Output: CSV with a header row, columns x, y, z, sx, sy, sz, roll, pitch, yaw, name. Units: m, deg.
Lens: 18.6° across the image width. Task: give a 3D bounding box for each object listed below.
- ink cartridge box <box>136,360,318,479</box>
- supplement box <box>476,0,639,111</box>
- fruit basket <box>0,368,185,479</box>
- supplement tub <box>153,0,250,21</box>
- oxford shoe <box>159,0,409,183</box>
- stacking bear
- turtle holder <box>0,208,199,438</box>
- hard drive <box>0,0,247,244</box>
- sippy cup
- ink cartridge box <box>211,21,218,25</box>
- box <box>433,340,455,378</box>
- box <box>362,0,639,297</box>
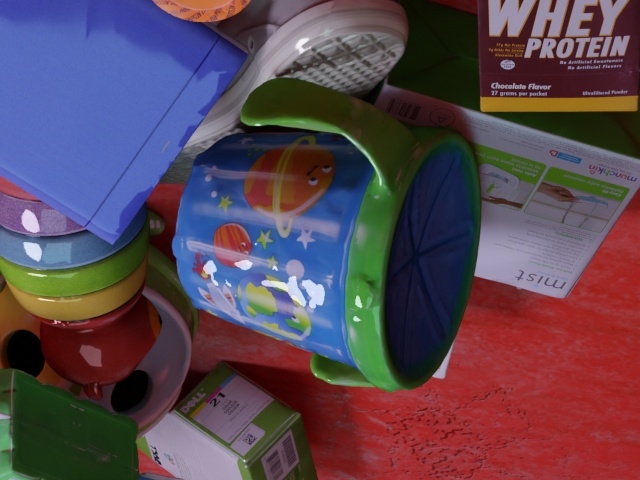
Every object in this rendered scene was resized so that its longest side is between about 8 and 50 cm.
x,y,z,sx,sy,sz,roll,pitch,yaw,name
-0.135,0.226,2.355,0.255,0.097,0.189,32,153,29,ink cartridge box
0.191,-0.235,1.559,0.129,0.191,0.194,0,143,7,supplement box
-0.366,0.259,1.948,0.353,0.165,0.327,-26,146,25,fruit basket
-0.091,-0.276,1.602,0.117,0.190,0.117,2,140,2,supplement tub
-0.053,-0.158,1.815,0.169,0.130,0.449,-5,163,-26,oxford shoe
-0.228,0.015,1.871,0.164,0.175,0.289,-12,126,-7,stacking bear
-0.261,0.090,2.085,0.243,0.227,0.320,6,143,5,turtle holder
-0.251,-0.164,1.654,0.319,0.040,0.210,33,107,-15,hard drive
0.000,0.000,1.742,0.224,0.240,0.305,10,103,24,sippy cup
-0.187,-0.220,1.840,0.179,0.045,0.145,-29,130,17,ink cartridge box
0.096,0.040,2.044,0.114,0.103,0.203,10,142,-1,box
0.157,-0.081,1.856,0.262,0.126,0.231,15,142,-7,box
